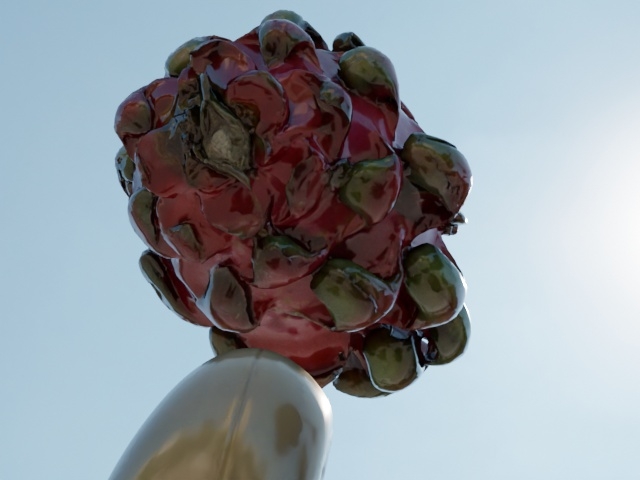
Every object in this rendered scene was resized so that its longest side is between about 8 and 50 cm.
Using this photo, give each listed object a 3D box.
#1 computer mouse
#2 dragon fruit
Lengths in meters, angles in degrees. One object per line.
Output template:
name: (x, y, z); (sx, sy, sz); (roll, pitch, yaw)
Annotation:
computer mouse: (-0.054, 0.152, 0.395); (0.081, 0.237, 0.145); (13, -19, 2)
dragon fruit: (-0.004, 0.000, 0.664); (0.218, 0.198, 0.273); (-30, -78, 23)
